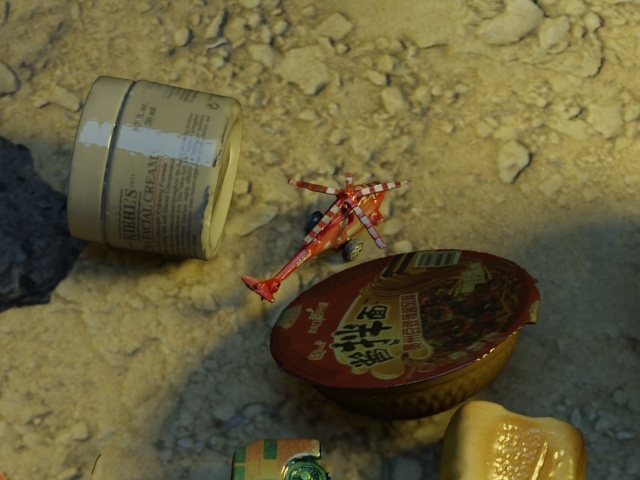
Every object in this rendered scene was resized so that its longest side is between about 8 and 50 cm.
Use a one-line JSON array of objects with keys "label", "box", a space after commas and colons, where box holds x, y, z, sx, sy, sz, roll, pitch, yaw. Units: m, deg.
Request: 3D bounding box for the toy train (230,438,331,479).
[{"label": "toy train", "box": [-0.040, 0.277, 1.734, 0.099, 0.072, 0.188, 3, 56, 0]}]

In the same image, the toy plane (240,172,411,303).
[{"label": "toy plane", "box": [0.007, 0.004, 1.920, 0.126, 0.077, 0.194, 18, 59, 12]}]

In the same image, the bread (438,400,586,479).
[{"label": "bread", "box": [0.166, 0.296, 1.713, 0.142, 0.091, 0.305, 12, 56, 1]}]

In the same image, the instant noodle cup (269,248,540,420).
[{"label": "instant noodle cup", "box": [0.089, 0.108, 1.812, 0.274, 0.091, 0.274, -11, 26, 6]}]

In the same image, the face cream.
[{"label": "face cream", "box": [-0.169, -0.075, 1.905, 0.153, 0.177, 0.177, 10, 56, 5]}]

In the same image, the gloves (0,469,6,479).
[{"label": "gloves", "box": [-0.392, 0.211, 1.749, 0.145, 0.126, 0.241, -34, 34, -16]}]
